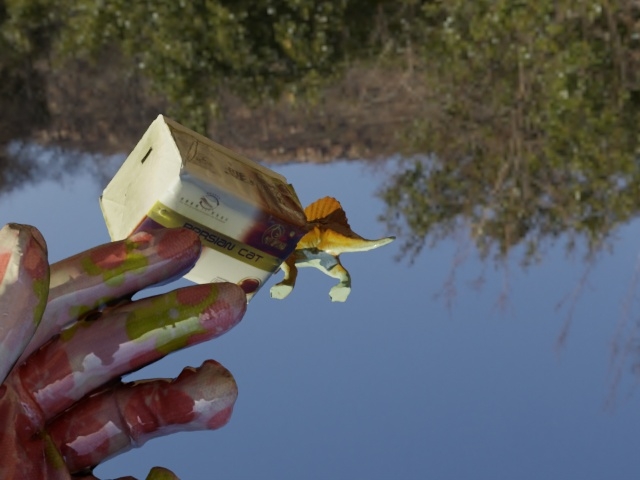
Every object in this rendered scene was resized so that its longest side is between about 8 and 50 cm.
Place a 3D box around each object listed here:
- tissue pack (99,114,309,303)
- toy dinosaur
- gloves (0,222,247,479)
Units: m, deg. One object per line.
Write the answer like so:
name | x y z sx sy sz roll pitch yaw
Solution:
tissue pack | -0.104 -0.024 1.027 0.148 0.106 0.099 25 -156 -36
toy dinosaur | -0.001 0.001 1.217 0.212 0.057 0.142 -21 -137 25
gloves | -0.137 0.089 0.516 0.126 0.145 0.241 -15 -144 55
